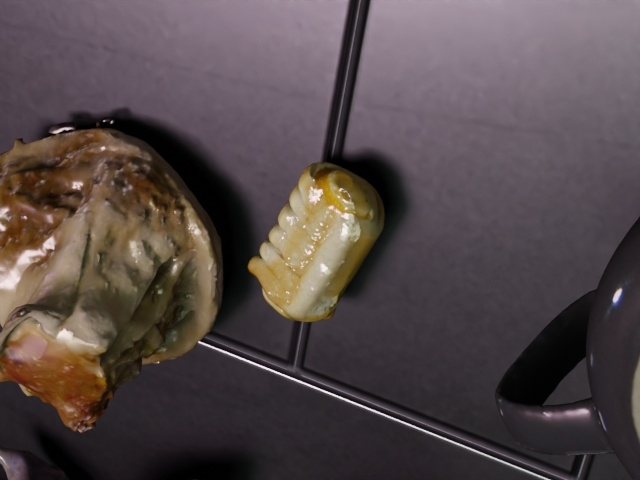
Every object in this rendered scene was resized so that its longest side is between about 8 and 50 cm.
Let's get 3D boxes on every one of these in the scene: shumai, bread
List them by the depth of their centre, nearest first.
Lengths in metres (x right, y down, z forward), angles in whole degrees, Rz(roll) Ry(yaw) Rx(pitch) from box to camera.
[{"bbox_3d":[0.000,0.000,0.855,0.049,0.034,0.088,40,127,17],"label":"bread"},{"bbox_3d":[-0.121,0.025,0.877,0.145,0.116,0.145,13,125,19],"label":"shumai"}]

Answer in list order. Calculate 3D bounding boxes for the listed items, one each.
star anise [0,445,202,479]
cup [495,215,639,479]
[{"bbox_3d":[-0.114,0.205,1.018,0.212,0.073,0.197,5,119,27],"label":"star anise"},{"bbox_3d":[0.176,0.027,0.692,0.223,0.176,0.169,-12,116,35],"label":"cup"}]
